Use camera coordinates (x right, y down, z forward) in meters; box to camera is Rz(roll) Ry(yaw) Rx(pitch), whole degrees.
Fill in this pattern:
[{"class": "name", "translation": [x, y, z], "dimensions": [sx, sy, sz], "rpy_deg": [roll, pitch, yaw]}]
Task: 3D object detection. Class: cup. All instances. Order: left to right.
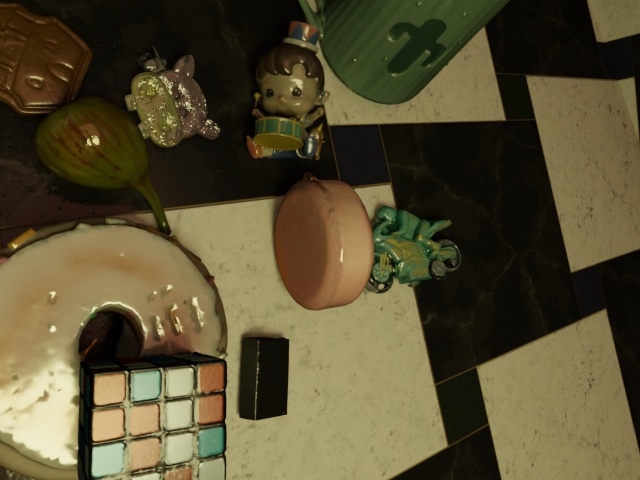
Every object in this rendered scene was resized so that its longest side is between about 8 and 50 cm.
[{"class": "cup", "translation": [0.167, -0.505, 0.956], "dimensions": [0.401, 0.392, 0.310], "rpy_deg": [-14, 84, -26]}]

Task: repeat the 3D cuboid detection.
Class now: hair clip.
[{"class": "hair clip", "translation": [-0.283, -0.261, 0.838], "dimensions": [0.146, 0.056, 0.187], "rpy_deg": [-27, 99, -24]}]

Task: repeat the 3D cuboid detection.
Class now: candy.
[{"class": "candy", "translation": [0.000, 0.000, 0.847], "dimensions": [0.094, 0.255, 0.255], "rpy_deg": [-4, 84, -31]}]

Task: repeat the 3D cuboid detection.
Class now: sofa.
[{"class": "sofa", "translation": [-0.108, 0.258, 0.861], "dimensions": [0.085, 0.060, 0.147], "rpy_deg": [10, 77, -46]}]

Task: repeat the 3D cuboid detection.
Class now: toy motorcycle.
[{"class": "toy motorcycle", "translation": [0.198, 0.013, 1.056], "dimensions": [0.296, 0.109, 0.198], "rpy_deg": [-6, 75, -29]}]

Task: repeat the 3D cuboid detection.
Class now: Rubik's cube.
[{"class": "Rubik's cube", "translation": [-0.215, 0.225, 0.576], "dimensions": [0.155, 0.154, 0.151], "rpy_deg": [1, 83, -31]}]

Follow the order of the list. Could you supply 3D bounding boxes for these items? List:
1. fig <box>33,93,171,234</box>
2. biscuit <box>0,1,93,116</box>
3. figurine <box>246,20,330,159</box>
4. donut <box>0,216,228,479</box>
[{"class": "fig", "translation": [-0.322, -0.112, 0.742], "dimensions": [0.259, 0.151, 0.151], "rpy_deg": [48, 62, -20]}, {"class": "biscuit", "translation": [-0.496, -0.300, 0.729], "dimensions": [0.215, 0.034, 0.182], "rpy_deg": [18, 73, -27]}, {"class": "figurine", "translation": [-0.063, -0.295, 0.910], "dimensions": [0.161, 0.158, 0.275], "rpy_deg": [0, 82, 10]}, {"class": "donut", "translation": [-0.328, 0.152, 0.691], "dimensions": [0.383, 0.142, 0.382], "rpy_deg": [5, 81, -30]}]
